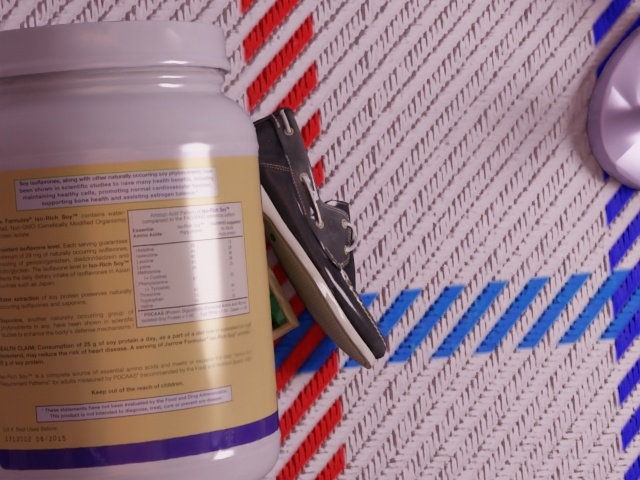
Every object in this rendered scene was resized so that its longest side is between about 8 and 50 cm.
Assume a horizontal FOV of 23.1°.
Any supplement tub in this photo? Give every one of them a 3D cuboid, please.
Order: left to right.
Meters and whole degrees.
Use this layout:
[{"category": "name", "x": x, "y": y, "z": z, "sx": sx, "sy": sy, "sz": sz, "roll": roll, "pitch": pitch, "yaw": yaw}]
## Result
[{"category": "supplement tub", "x": -0.158, "y": 0.017, "z": 1.146, "sx": 0.241, "sy": 0.241, "sz": 0.331, "roll": -5, "pitch": 92, "yaw": -18}]

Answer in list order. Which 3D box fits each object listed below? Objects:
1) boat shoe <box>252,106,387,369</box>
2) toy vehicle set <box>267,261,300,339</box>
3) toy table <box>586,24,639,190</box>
[{"category": "boat shoe", "x": 0.000, "y": 0.000, "z": 1.317, "sx": 0.079, "sy": 0.084, "sz": 0.233, "roll": -31, "pitch": 96, "yaw": -15}, {"category": "toy vehicle set", "x": -0.150, "y": -0.007, "z": 1.294, "sx": 0.166, "sy": 0.035, "sz": 0.267, "roll": -30, "pitch": 99, "yaw": -15}, {"category": "toy table", "x": 0.392, "y": -0.143, "z": 1.403, "sx": 0.274, "sy": 0.161, "sz": 0.252, "roll": -42, "pitch": 102, "yaw": -14}]
